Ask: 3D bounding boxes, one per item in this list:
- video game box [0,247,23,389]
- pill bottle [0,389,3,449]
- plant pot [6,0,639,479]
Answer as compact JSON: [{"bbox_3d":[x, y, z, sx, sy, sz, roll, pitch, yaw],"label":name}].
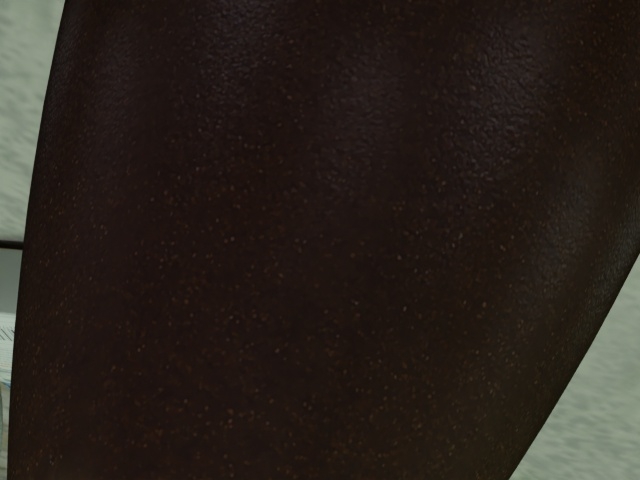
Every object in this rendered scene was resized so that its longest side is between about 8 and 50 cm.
[{"bbox_3d":[-0.076,0.074,0.855,0.205,0.048,0.187,4,147,26],"label":"video game box"},{"bbox_3d":[-0.378,0.100,0.921,0.361,0.204,0.204,0,147,32],"label":"pill bottle"},{"bbox_3d":[0.000,0.000,0.484,0.215,0.230,0.215,14,152,8],"label":"plant pot"}]
